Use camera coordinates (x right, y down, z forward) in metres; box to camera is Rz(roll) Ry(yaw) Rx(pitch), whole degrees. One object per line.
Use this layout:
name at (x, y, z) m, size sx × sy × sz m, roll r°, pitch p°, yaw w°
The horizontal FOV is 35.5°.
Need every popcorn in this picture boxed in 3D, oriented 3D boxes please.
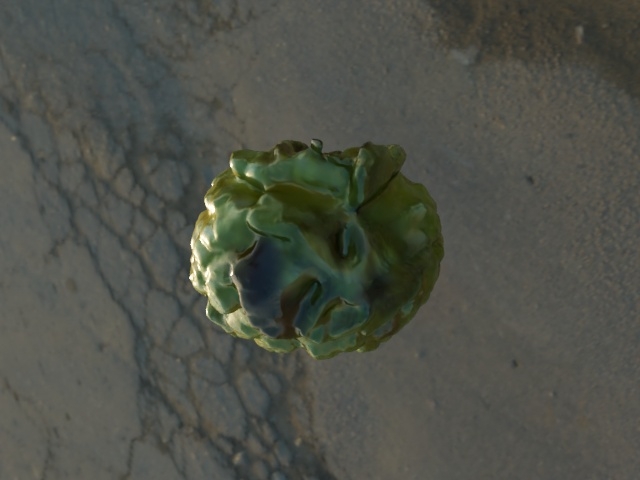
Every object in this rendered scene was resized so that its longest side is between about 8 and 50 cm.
popcorn at (-0.002, 0.001, 0.849) m, size 0.169 × 0.218 × 0.189 m, roll -143°, pitch 49°, yaw -70°
